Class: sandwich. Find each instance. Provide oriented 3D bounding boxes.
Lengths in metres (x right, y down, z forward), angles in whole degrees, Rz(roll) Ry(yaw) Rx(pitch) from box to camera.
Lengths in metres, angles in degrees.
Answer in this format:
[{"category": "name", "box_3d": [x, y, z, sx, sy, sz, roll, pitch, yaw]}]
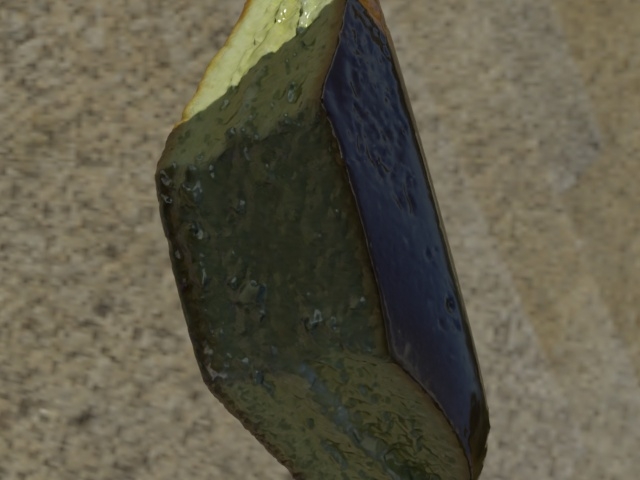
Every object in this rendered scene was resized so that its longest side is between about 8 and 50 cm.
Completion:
[{"category": "sandwich", "box_3d": [0.000, 0.000, 0.760, 0.096, 0.094, 0.258, -11, 85, -57]}]
